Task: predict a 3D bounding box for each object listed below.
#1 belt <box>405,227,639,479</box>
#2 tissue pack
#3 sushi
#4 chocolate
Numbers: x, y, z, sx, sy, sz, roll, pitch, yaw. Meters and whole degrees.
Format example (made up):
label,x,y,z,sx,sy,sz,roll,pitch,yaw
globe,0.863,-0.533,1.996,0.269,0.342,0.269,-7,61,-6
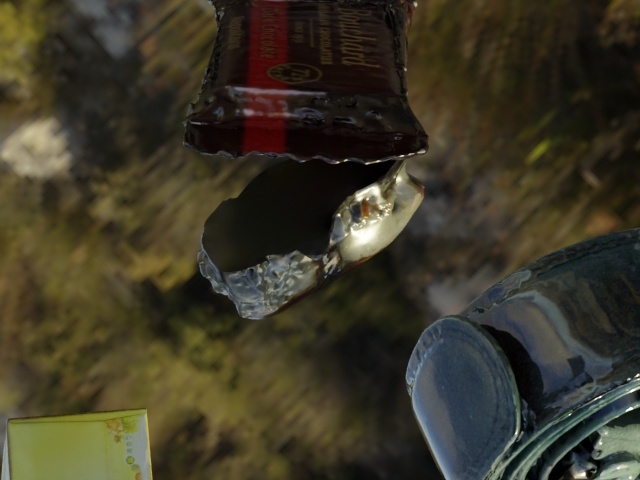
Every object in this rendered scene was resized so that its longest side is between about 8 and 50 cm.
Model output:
label,x,y,z,sx,sy,sz,roll,pitch,yaw
belt,0.155,0.079,1.114,0.267,0.206,0.116,25,-145,-56
tissue pack,-0.110,0.133,0.888,0.176,0.062,0.095,133,132,-74
sushi,0.000,0.000,0.681,0.044,0.083,0.046,49,164,36
chocolate,-0.004,-0.061,0.704,0.182,0.086,0.028,-94,6,-63
